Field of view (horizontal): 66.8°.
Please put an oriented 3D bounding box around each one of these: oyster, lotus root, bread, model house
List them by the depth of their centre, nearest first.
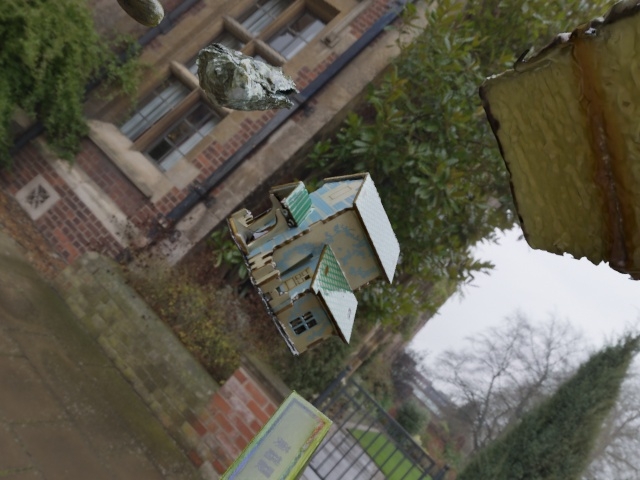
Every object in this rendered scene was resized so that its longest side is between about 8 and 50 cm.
[{"bbox_3d":[0.220,-0.076,0.332,0.178,0.141,0.266,56,-8,-10],"label":"bread"},{"bbox_3d":[0.000,0.000,0.669,0.178,0.206,0.271,65,-5,-22],"label":"model house"},{"bbox_3d":[-0.318,-0.415,0.839,0.099,0.054,0.049,40,37,-29],"label":"lotus root"},{"bbox_3d":[-0.147,-0.296,0.922,0.198,0.112,0.267,23,10,19],"label":"oyster"}]

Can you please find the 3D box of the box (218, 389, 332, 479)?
[{"bbox_3d":[-0.067,0.284,0.567,0.064,0.141,0.220,33,-40,17],"label":"box"}]
